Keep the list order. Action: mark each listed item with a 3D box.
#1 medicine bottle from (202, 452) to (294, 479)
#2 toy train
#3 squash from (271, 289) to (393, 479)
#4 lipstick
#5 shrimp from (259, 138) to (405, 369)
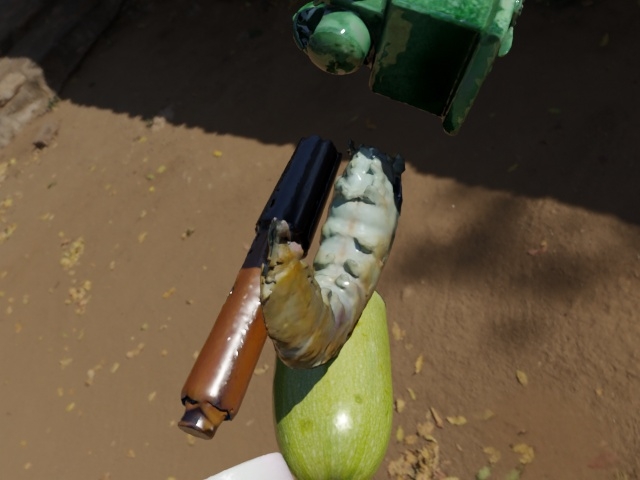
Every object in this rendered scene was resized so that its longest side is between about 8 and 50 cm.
[{"bbox_3d":[-0.043,0.325,0.539,0.152,0.152,0.254,-29,68,11],"label":"medicine bottle"},{"bbox_3d":[0.086,-0.250,0.591,0.202,0.145,0.265,21,63,3],"label":"toy train"},{"bbox_3d":[0.016,0.156,0.678,0.133,0.132,0.247,-25,29,15],"label":"squash"},{"bbox_3d":[-0.066,0.039,0.787,0.077,0.077,0.418,-1,53,35],"label":"lipstick"},{"bbox_3d":[0.004,0.024,0.565,0.068,0.185,0.287,13,22,21],"label":"shrimp"}]
